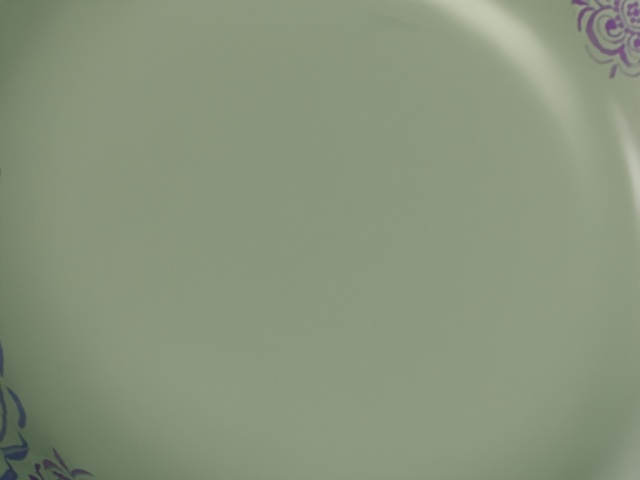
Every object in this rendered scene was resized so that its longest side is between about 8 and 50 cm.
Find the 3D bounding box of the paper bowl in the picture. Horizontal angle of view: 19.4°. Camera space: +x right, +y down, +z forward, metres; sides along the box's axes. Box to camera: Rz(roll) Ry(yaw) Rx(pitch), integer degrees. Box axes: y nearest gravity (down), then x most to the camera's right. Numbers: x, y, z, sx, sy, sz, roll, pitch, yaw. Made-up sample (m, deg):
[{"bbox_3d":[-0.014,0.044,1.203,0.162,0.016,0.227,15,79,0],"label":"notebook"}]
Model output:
[{"bbox_3d":[0.000,0.000,0.534,0.284,0.148,0.284,2,74,-6],"label":"paper bowl"}]
